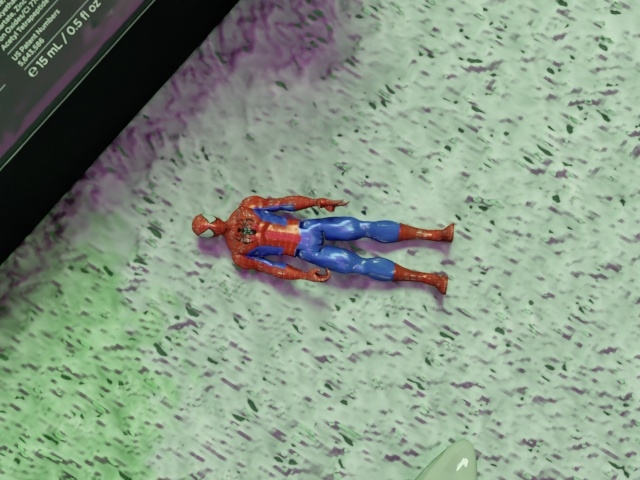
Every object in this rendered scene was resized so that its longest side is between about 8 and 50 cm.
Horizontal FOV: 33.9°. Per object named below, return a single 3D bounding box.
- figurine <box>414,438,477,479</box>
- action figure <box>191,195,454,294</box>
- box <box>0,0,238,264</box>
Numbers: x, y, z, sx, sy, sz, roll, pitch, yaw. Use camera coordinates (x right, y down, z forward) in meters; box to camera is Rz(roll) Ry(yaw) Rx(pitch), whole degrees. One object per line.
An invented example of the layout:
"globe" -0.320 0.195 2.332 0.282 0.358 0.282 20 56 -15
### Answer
"figurine" 0.039 0.216 0.421 0.209 0.092 0.215 -34 84 -8
"action figure" 0.000 0.000 0.461 0.115 0.030 0.038 7 91 5
"box" -0.163 -0.106 0.439 0.184 0.103 0.261 42 89 1
